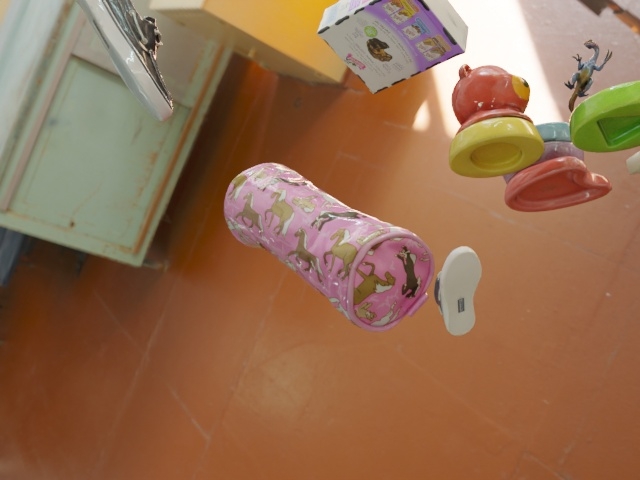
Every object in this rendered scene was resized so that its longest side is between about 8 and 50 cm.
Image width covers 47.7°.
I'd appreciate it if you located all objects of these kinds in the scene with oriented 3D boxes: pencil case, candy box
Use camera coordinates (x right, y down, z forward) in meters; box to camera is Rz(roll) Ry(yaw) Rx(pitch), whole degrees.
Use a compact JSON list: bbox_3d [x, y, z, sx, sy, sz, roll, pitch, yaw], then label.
[{"bbox_3d":[0.000,0.000,1.120,0.386,0.167,0.160,32,120,51],"label":"pencil case"},{"bbox_3d":[0.122,-0.356,1.229,0.196,0.165,0.070,-17,46,40],"label":"candy box"}]

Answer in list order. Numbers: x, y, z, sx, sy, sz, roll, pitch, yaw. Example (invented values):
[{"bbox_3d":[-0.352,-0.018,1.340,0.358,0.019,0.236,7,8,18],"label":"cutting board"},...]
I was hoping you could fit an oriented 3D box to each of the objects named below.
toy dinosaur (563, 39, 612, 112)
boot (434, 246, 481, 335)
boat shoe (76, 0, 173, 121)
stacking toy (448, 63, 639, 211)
[{"bbox_3d":[0.378,-0.246,1.046,0.082,0.047,0.090,-57,-9,-28],"label":"toy dinosaur"},{"bbox_3d":[0.218,0.067,1.207,0.086,0.069,0.190,-112,14,-48],"label":"boot"},{"bbox_3d":[-0.333,-0.362,1.300,0.102,0.301,0.108,-34,10,-17],"label":"boat shoe"},{"bbox_3d":[0.337,-0.161,0.985,0.280,0.309,0.130,-17,67,29],"label":"stacking toy"}]
